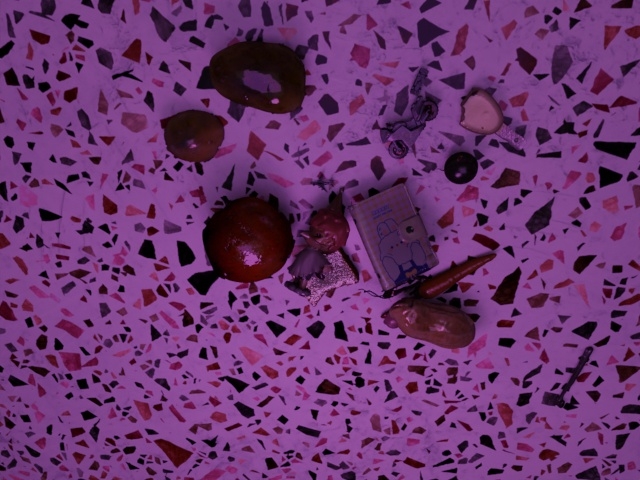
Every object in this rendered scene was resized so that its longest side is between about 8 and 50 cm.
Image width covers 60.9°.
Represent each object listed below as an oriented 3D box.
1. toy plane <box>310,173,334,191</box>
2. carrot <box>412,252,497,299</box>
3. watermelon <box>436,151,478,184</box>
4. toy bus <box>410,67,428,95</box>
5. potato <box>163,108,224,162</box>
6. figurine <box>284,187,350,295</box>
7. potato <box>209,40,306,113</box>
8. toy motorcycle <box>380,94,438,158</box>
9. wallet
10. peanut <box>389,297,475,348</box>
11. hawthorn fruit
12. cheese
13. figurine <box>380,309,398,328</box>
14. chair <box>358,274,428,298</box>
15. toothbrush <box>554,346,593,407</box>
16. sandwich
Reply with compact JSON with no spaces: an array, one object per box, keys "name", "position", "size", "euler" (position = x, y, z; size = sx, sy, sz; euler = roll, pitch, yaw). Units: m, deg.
[{"name":"toy plane","position":[0.006,-0.196,1.869],"size":[0.084,0.024,0.078],"euler":[-6,132,8]},{"name":"carrot","position":[0.478,0.126,1.959],"size":[0.336,0.069,0.069],"euler":[-33,108,15]},{"name":"watermelon","position":[0.444,-0.233,1.768],"size":[0.133,0.105,0.105],"euler":[-5,114,6]},{"name":"toy bus","position":[0.308,-0.495,1.697],"size":[0.031,0.037,0.083],"euler":[22,114,-4]},{"name":"potato","position":[-0.428,-0.333,1.796],"size":[0.202,0.117,0.182],"euler":[3,112,5]},{"name":"figurine","position":[0.000,0.000,1.841],"size":[0.166,0.207,0.387],"euler":[25,91,-25]},{"name":"potato","position":[-0.189,-0.501,1.664],"size":[0.307,0.173,0.210],"euler":[9,117,-2]},{"name":"toy motorcycle","position":[0.274,-0.369,1.740],"size":[0.122,0.080,0.215],"euler":[33,108,-13]},{"name":"wallet","position":[0.244,-0.012,1.830],"size":[0.223,0.077,0.310],"euler":[-24,90,-7]},{"name":"peanut","position":[0.405,0.300,1.976],"size":[0.339,0.174,0.158],"euler":[12,94,-4]},{"name":"hawthorn fruit","position":[-0.249,0.005,1.847],"size":[0.315,0.316,0.316],"euler":[2,115,4]},{"name":"cheese","position":[0.547,-0.368,1.727],"size":[0.255,0.050,0.127],"euler":[34,113,-11]},{"name":"figurine","position":[0.272,0.298,2.052],"size":[0.083,0.067,0.071],"euler":[-37,87,36]},{"name":"chair","position":[0.263,0.146,1.929],"size":[0.213,0.174,0.149],"euler":[20,85,-6]},{"name":"toothbrush","position":[0.989,0.535,2.121],"size":[0.030,0.030,0.297],"euler":[4,117,-26]},{"name":"sandwich","position":[0.014,0.119,1.992],"size":[0.214,0.065,0.186],"euler":[-27,110,15]}]
